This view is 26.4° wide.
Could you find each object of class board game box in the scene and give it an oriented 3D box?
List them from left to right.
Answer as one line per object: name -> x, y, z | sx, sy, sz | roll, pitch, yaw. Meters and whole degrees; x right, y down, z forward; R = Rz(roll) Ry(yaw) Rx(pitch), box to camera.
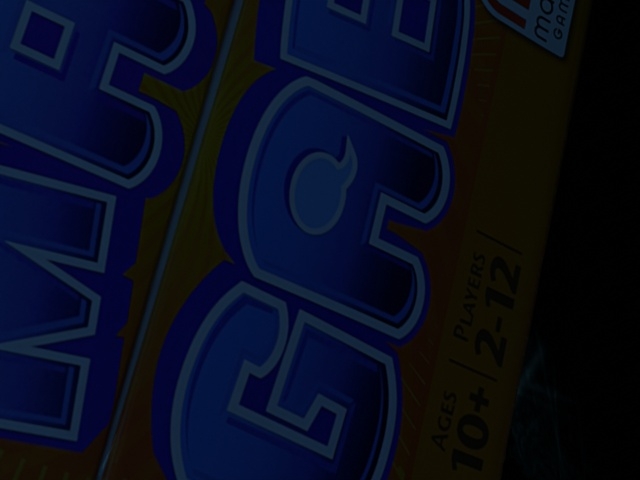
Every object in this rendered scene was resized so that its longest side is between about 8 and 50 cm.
board game box -> -0.139, -0.008, 0.674 | 0.356, 0.356, 0.356 | -18, 53, 56
